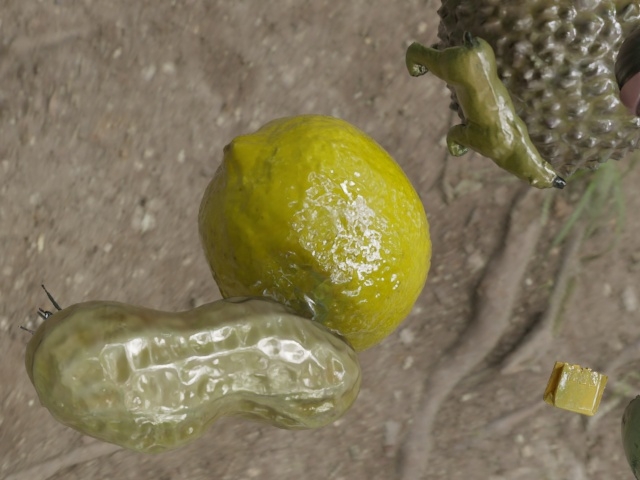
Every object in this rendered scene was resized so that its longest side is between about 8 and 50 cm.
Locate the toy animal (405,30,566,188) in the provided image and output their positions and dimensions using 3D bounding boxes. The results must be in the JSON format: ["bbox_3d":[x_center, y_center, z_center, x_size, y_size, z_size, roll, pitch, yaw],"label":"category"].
[{"bbox_3d":[0.194,-0.145,1.350,0.103,0.101,0.218,-28,99,-15],"label":"toy animal"}]

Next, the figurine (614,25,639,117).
[{"bbox_3d":[0.217,-0.085,0.623,0.072,0.129,0.054,-9,107,-62],"label":"figurine"}]

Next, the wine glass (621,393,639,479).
[{"bbox_3d":[0.275,0.213,1.096,0.264,0.309,0.096,24,111,-8],"label":"wine glass"}]

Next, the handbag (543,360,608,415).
[{"bbox_3d":[0.333,0.193,1.558,0.083,0.027,0.061,19,90,-35],"label":"handbag"}]

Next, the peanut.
[{"bbox_3d":[-0.103,0.115,1.037,0.298,0.120,0.136,-1,71,-19],"label":"peanut"}]

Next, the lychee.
[{"bbox_3d":[0.348,-0.283,1.637,0.432,0.380,0.380,-7,73,22],"label":"lychee"}]

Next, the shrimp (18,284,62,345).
[{"bbox_3d":[-0.315,0.166,1.628,0.116,0.343,0.145,-41,53,-6],"label":"shrimp"}]

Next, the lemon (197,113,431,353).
[{"bbox_3d":[0.000,0.000,1.333,0.253,0.253,0.310,-47,117,-24],"label":"lemon"}]
